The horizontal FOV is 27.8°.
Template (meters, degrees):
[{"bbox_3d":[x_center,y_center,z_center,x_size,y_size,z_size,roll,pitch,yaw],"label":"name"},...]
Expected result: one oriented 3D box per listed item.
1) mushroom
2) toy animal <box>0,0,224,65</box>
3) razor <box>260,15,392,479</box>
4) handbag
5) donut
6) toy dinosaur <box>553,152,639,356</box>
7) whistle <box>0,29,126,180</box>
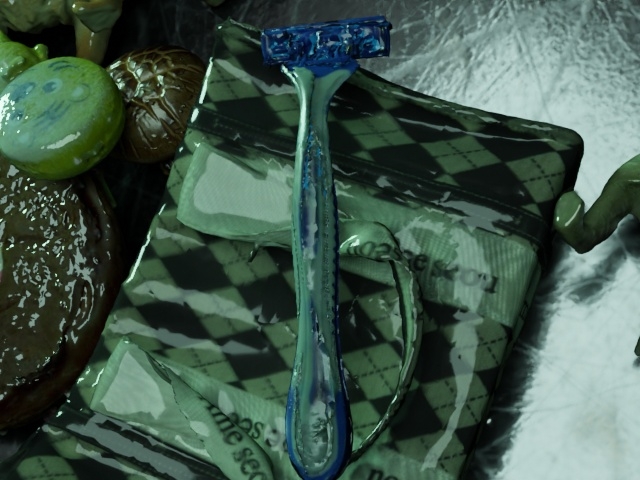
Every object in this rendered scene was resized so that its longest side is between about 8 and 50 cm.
[{"bbox_3d":[-0.144,-0.111,1.071,0.126,0.085,0.109,4,90,39],"label":"mushroom"},{"bbox_3d":[-0.179,-0.246,1.110,0.312,0.097,0.157,-34,66,2],"label":"toy animal"},{"bbox_3d":[-0.003,-0.004,0.846,0.093,0.056,0.324,-3,71,13],"label":"razor"},{"bbox_3d":[-0.024,0.069,0.939,0.316,0.180,0.416,20,79,9],"label":"handbag"},{"bbox_3d":[-0.277,0.036,1.063,0.269,0.103,0.270,-4,75,14],"label":"donut"},{"bbox_3d":[0.275,-0.066,0.925,0.077,0.162,0.294,37,90,37],"label":"toy dinosaur"},{"bbox_3d":[-0.233,-0.119,1.037,0.104,0.057,0.198,-41,55,-13],"label":"whistle"}]
